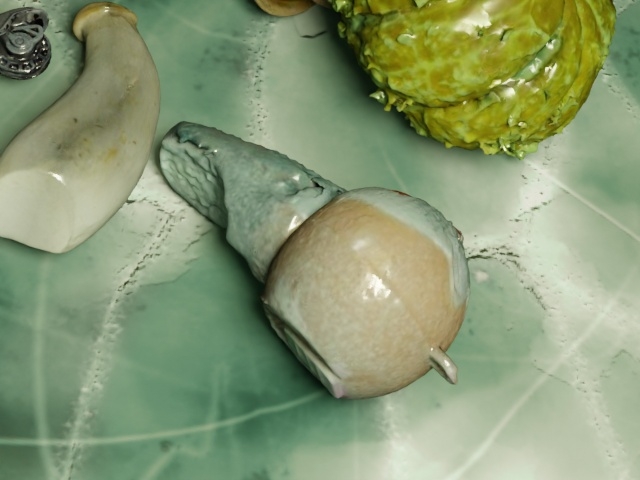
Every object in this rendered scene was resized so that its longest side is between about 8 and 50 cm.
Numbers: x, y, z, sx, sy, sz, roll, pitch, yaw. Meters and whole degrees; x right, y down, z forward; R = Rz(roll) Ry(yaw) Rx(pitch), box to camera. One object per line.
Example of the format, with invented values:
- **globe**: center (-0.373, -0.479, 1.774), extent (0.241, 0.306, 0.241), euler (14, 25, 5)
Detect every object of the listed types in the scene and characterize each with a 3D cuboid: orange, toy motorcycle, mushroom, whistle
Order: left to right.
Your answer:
- **toy motorcycle**: center (-0.372, -0.167, 1.270), extent (0.263, 0.091, 0.157), euler (-28, 67, -22)
- **mushroom**: center (-0.202, -0.105, 1.267), extent (0.118, 0.103, 0.270), euler (24, 50, -5)
- **whistle**: center (0.000, 0.000, 1.204), extent (0.189, 0.189, 0.348), euler (-37, 62, -24)
- **orange**: center (0.141, -0.226, 1.298), extent (0.301, 0.223, 0.300), euler (42, 56, -38)

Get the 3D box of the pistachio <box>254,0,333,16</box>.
- **pistachio**: center (-0.008, -0.305, 1.391), extent (0.131, 0.129, 0.206), euler (40, 52, -37)
